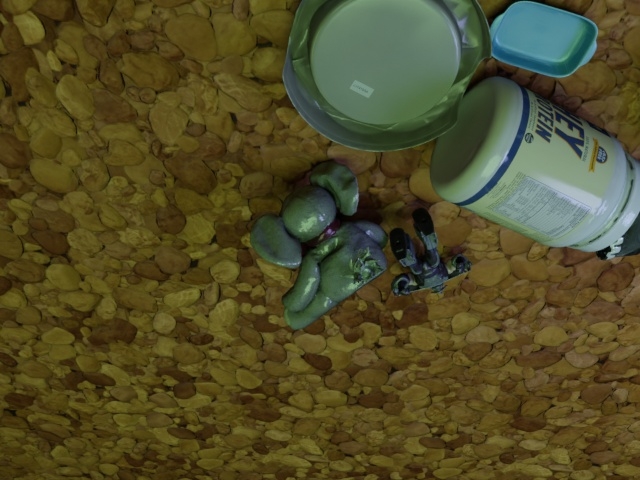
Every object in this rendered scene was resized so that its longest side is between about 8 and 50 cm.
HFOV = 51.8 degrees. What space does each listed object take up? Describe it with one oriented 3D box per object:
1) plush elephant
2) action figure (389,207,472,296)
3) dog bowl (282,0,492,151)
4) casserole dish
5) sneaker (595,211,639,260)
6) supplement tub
[{"bbox_3d":[0.000,0.000,1.354,0.272,0.255,0.330,-34,174,-16],"label":"plush elephant"},{"bbox_3d":[0.231,0.055,1.454,0.185,0.099,0.285,-29,142,5],"label":"action figure"},{"bbox_3d":[0.108,-0.321,1.122,0.349,0.102,0.348,2,133,2],"label":"dog bowl"},{"bbox_3d":[0.376,-0.348,1.125,0.189,0.037,0.114,14,133,-8],"label":"casserole dish"},{"bbox_3d":[0.642,-0.048,1.328,0.106,0.078,0.234,1,137,-2],"label":"sneaker"},{"bbox_3d":[0.391,-0.127,1.196,0.325,0.235,0.235,22,131,-17],"label":"supplement tub"}]
